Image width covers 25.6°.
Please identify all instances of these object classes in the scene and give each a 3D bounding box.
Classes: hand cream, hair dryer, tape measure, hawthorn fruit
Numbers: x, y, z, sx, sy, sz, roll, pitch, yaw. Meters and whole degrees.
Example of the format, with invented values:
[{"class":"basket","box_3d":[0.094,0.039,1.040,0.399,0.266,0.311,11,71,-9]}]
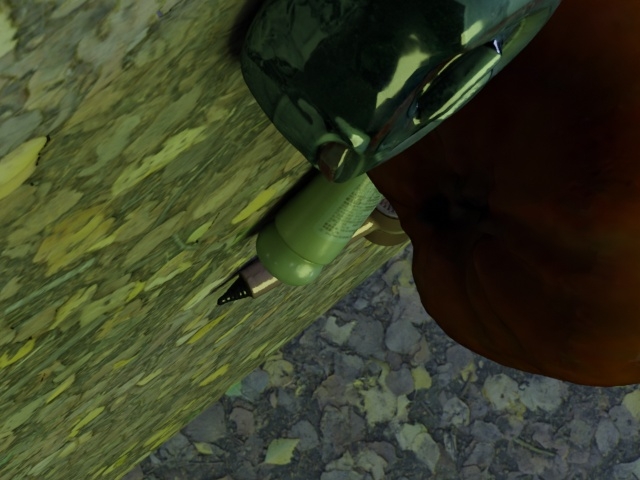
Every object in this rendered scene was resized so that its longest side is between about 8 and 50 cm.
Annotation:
[{"class":"hand cream","box_3d":[0.040,-0.066,1.721,0.306,0.093,0.147,-45,166,25]},{"class":"hair dryer","box_3d":[0.000,0.000,1.983,0.344,0.107,0.189,-29,172,-11]},{"class":"tape measure","box_3d":[0.070,-0.164,1.086,0.256,0.147,0.275,-42,173,9]},{"class":"hawthorn fruit","box_3d":[0.279,-0.095,1.381,0.471,0.472,0.472,-39,172,-6]}]
